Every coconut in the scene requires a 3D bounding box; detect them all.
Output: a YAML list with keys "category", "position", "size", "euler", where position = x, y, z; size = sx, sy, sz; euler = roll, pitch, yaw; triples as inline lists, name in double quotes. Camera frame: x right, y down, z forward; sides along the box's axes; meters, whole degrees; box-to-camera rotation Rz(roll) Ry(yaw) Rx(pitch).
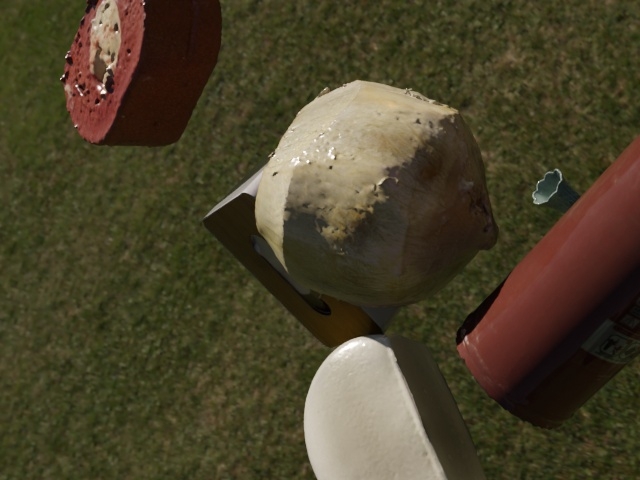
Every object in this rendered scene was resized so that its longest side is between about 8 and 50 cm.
- category: "coconut"
  position: [0.053, -0.032, 0.734]
  size: [0.194, 0.194, 0.194]
  euler: [-21, 58, 37]

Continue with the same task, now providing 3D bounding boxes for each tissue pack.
- category: "tissue pack"
  position: [-0.001, 0.000, 1.169]
  size: [0.136, 0.246, 0.159]
  euler: [-49, 12, -28]

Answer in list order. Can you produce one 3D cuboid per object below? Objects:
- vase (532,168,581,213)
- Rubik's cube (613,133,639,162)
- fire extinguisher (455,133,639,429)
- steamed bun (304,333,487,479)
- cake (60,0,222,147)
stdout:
- category: "vase"
  position: [0.502, -0.069, 1.796]
  size: [0.081, 0.148, 0.081]
  euler: [-51, 18, 24]
- category: "Rubik's cube"
  position: [0.776, -0.100, 1.687]
  size: [0.305, 0.303, 0.301]
  euler: [-61, 41, 44]
- category: "fire extinguisher"
  position: [0.246, -0.003, 0.591]
  size: [0.147, 0.106, 0.337]
  euler: [43, 119, 9]
- category: "steamed bun"
  position: [0.080, 0.245, 1.096]
  size: [0.164, 0.146, 0.242]
  euler: [-32, 62, 20]
- category: "cake"
  position: [-0.246, -0.249, 1.261]
  size: [0.283, 0.151, 0.177]
  euler: [-51, 60, 34]
